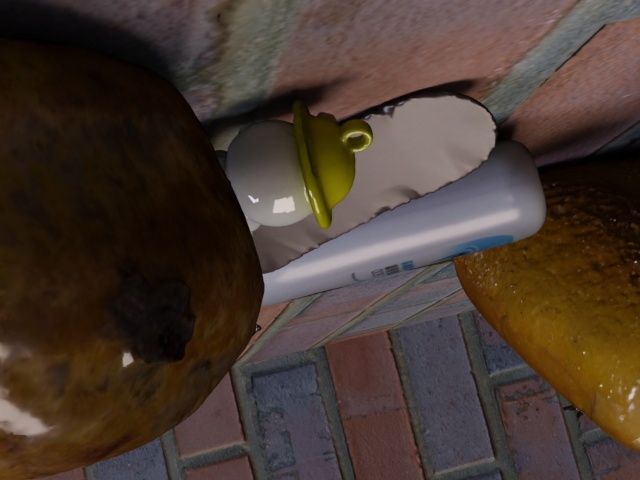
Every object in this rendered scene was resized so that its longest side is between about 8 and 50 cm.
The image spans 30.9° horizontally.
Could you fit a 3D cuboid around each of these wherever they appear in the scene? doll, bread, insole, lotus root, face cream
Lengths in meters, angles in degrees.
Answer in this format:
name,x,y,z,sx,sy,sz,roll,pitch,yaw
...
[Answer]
name,x,y,z,sx,sy,sz,roll,pitch,yaw
doll,-0.062,-0.023,0.667,0.207,0.081,0.129,-22,137,21
bread,0.314,0.030,1.019,0.328,0.148,0.337,-6,-148,-23
insole,-0.034,-0.022,0.773,0.328,0.007,0.111,-21,134,24
lotus root,-0.131,0.013,0.480,0.193,0.193,0.291,-17,170,16
face cream,0.000,0.000,0.897,0.337,0.080,0.163,-15,178,3

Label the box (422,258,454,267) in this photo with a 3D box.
name,x,y,z,sx,sy,sz,roll,pitch,yaw
box,0.168,0.004,1.390,0.089,0.022,0.156,-9,170,-20
